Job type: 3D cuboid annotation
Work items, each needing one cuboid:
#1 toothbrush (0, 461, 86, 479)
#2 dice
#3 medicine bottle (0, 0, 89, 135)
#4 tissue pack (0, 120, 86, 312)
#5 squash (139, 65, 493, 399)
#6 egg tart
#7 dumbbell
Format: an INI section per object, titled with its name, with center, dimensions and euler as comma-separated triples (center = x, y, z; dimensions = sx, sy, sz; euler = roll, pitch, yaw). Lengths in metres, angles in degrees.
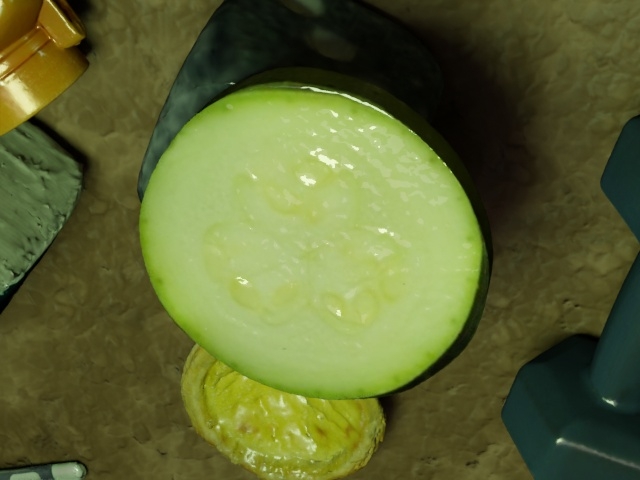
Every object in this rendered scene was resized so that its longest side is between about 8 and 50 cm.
[toothbrush]
center = -0.369, 0.249, 1.546
dimensions = 0.288, 0.026, 0.024
euler = -8, 116, 20
[dice]
center = -0.022, -0.078, 1.145
dimensions = 0.182, 0.183, 0.181
euler = 28, 126, 0
[medicine bottle]
center = -0.292, -0.198, 1.194
dimensions = 0.149, 0.112, 0.222
euler = -28, 110, 29
[tissue pack]
center = -0.430, 0.049, 1.306
dimensions = 0.264, 0.253, 0.416
euler = 37, 125, -7
[squash]
center = 0.000, 0.000, 1.050
dimensions = 0.252, 0.049, 0.252
euler = 7, 120, 13
[egg tart]
center = -0.030, 0.139, 1.346
dimensions = 0.191, 0.074, 0.191
euler = 7, 123, 11
[dumbbell]
center = 0.258, 0.055, 1.166
dimensions = 0.144, 0.160, 0.325
euler = 1, 128, -20
